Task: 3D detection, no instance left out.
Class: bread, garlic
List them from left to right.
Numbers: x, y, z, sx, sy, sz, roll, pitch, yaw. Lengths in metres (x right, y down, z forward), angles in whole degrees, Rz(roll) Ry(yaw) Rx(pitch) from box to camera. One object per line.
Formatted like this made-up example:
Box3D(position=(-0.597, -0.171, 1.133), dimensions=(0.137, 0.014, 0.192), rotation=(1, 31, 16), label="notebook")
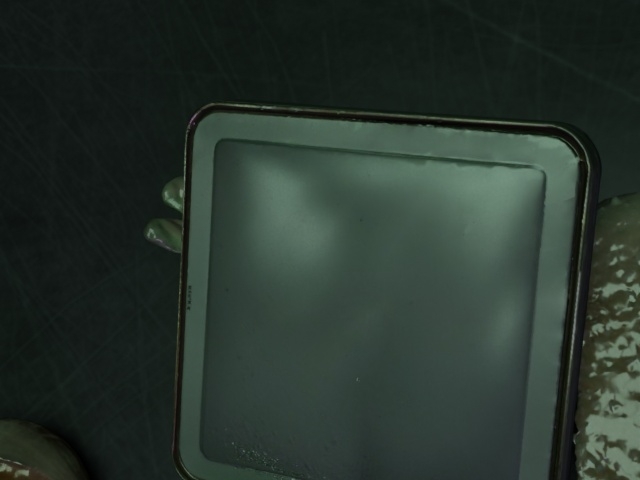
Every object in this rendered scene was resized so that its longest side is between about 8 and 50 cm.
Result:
Box3D(position=(-0.275, 0.196, 0.750), dimensions=(0.195, 0.087, 0.101), rotation=(-19, 83, 9), label="garlic")
Box3D(position=(0.248, 0.132, 0.598), dimensions=(0.183, 0.102, 0.337), rotation=(0, 73, 14), label="bread")

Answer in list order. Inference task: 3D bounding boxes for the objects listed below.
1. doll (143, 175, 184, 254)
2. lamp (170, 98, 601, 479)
Box3D(position=(0.006, 0.008, 0.702), dimensions=(0.274, 0.113, 0.155), rotation=(4, 55, 23), label="doll")
Box3D(position=(0.030, 0.052, 0.601), dimensions=(0.266, 0.047, 0.269), rotation=(8, 99, 24), label="lamp")
